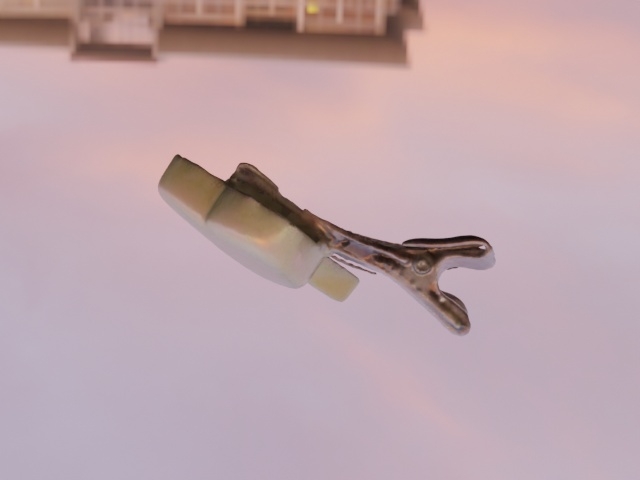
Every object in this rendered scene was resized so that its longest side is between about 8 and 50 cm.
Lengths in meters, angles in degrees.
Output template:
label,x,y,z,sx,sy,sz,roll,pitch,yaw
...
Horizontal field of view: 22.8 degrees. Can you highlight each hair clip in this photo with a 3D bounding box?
label,x,y,z,sx,sy,sz,roll,pitch,yaw
hair clip,-0.001,0.002,1.020,0.218,0.071,0.159,22,172,5
